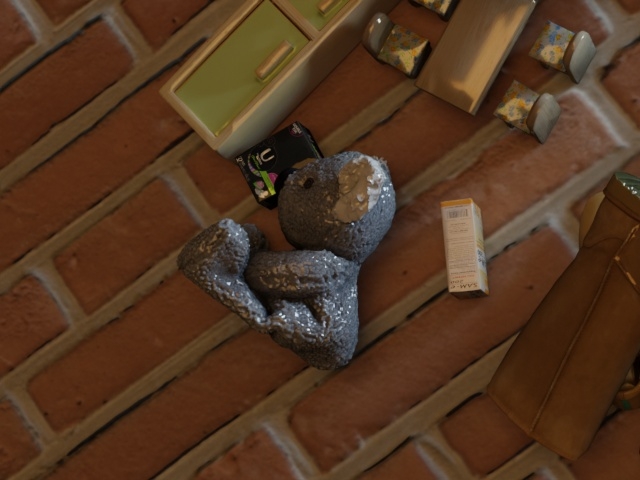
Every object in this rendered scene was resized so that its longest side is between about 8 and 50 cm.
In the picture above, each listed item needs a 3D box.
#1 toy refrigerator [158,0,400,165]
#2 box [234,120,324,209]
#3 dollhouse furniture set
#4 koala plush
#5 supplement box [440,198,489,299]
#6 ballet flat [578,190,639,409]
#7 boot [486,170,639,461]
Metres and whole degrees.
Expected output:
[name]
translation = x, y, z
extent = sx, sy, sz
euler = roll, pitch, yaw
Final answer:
[toy refrigerator]
translation = -0.043, -0.219, 1.941
extent = 0.269, 0.094, 0.102
euler = -45, 73, 5
[box]
translation = -0.040, -0.083, 1.941
extent = 0.083, 0.052, 0.062
euler = -30, 76, 9
[dollhouse furniture set]
translation = 0.184, -0.257, 1.848
extent = 0.212, 0.161, 0.242
euler = 29, 90, 18
[koala plush]
translation = 0.000, 0.000, 1.857
extent = 0.203, 0.196, 0.221
euler = 37, 92, 6
[supplement box]
translation = 0.154, 0.010, 1.867
extent = 0.036, 0.062, 0.098
euler = -7, 80, 13
[ballet flat]
translation = 0.309, 0.057, 1.810
extent = 0.080, 0.073, 0.232
euler = -11, 78, 16
[boot]
translation = 0.302, 0.101, 1.711
extent = 0.236, 0.089, 0.269
euler = 47, 118, 44
